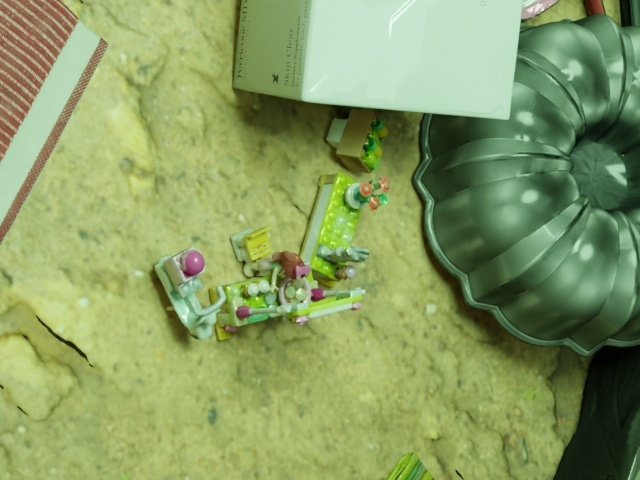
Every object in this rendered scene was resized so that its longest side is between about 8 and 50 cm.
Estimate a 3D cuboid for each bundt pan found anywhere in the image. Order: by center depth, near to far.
[{"bbox_3d":[0.260,-0.064,1.800,0.331,0.124,0.330,3,78,-17],"label":"bundt pan"}]

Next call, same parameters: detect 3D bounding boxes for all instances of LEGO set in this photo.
[{"bbox_3d":[0.000,0.000,1.671,0.287,0.107,0.132,-39,110,-33],"label":"LEGO set"}]

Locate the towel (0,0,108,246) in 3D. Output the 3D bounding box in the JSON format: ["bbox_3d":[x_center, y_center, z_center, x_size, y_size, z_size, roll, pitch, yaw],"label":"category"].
[{"bbox_3d":[-0.331,-0.158,1.473,0.329,0.037,0.237,40,62,-30],"label":"towel"}]

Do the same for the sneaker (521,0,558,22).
[{"bbox_3d":[0.234,-0.283,1.884,0.178,0.072,0.077,-36,101,-21],"label":"sneaker"}]

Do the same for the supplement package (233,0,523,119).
[{"bbox_3d":[0.055,-0.244,1.658,0.204,0.145,0.261,3,96,-26],"label":"supplement package"}]

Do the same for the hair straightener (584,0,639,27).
[{"bbox_3d":[0.332,-0.166,1.958,0.089,0.047,0.230,-16,98,-6],"label":"hair straightener"}]

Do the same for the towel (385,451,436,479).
[{"bbox_3d":[0.124,0.310,1.800,0.237,0.021,0.102,51,60,-24],"label":"towel"}]

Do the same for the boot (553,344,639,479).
[{"bbox_3d":[0.395,0.218,1.942,0.284,0.138,0.377,34,71,-30],"label":"boot"}]
